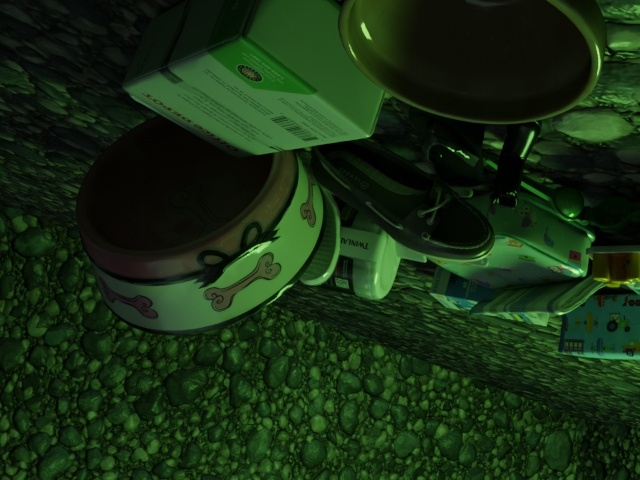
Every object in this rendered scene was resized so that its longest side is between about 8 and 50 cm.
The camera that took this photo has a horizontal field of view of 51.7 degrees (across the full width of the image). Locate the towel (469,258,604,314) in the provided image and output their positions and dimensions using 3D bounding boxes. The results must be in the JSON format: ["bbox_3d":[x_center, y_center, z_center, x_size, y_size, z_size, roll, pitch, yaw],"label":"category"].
[{"bbox_3d":[0.427,0.085,1.237,0.034,0.209,0.285,61,161,-2],"label":"towel"}]

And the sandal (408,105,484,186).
[{"bbox_3d":[0.192,-0.129,0.958,0.097,0.055,0.254,10,163,27],"label":"sandal"}]

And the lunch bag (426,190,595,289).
[{"bbox_3d":[0.331,0.007,1.188,0.224,0.108,0.279,22,165,-19],"label":"lunch bag"}]

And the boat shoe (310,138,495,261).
[{"bbox_3d":[0.118,-0.073,1.037,0.335,0.112,0.095,31,164,23],"label":"boat shoe"}]

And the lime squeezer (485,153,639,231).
[{"bbox_3d":[0.396,-0.059,0.976,0.310,0.059,0.110,13,165,20],"label":"lime squeezer"}]

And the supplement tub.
[{"bbox_3d":[0.000,0.000,1.377,0.315,0.194,0.193,12,164,19],"label":"supplement tub"}]

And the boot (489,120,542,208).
[{"bbox_3d":[0.259,-0.103,0.887,0.045,0.099,0.121,14,165,8],"label":"boot"}]

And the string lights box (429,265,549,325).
[{"bbox_3d":[0.414,0.133,1.606,0.259,0.077,0.133,8,164,34],"label":"string lights box"}]

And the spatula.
[{"bbox_3d":[0.186,-0.033,1.147,0.019,0.168,0.242,-23,-163,-28],"label":"spatula"}]

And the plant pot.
[{"bbox_3d":[0.143,-0.213,0.609,0.237,0.110,0.237,17,164,5],"label":"plant pot"}]

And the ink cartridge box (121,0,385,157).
[{"bbox_3d":[-0.087,-0.214,0.843,0.211,0.122,0.289,30,161,-38],"label":"ink cartridge box"}]

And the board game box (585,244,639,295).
[{"bbox_3d":[0.645,0.070,0.978,0.389,0.050,0.390,-2,165,37],"label":"board game box"}]

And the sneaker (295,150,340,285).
[{"bbox_3d":[0.002,-0.016,1.178,0.102,0.282,0.161,-17,140,13],"label":"sneaker"}]

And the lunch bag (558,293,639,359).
[{"bbox_3d":[0.719,0.212,1.480,0.293,0.138,0.221,16,166,-32],"label":"lunch bag"}]

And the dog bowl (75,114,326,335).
[{"bbox_3d":[-0.204,-0.059,1.065,0.407,0.408,0.150,11,144,24],"label":"dog bowl"}]
